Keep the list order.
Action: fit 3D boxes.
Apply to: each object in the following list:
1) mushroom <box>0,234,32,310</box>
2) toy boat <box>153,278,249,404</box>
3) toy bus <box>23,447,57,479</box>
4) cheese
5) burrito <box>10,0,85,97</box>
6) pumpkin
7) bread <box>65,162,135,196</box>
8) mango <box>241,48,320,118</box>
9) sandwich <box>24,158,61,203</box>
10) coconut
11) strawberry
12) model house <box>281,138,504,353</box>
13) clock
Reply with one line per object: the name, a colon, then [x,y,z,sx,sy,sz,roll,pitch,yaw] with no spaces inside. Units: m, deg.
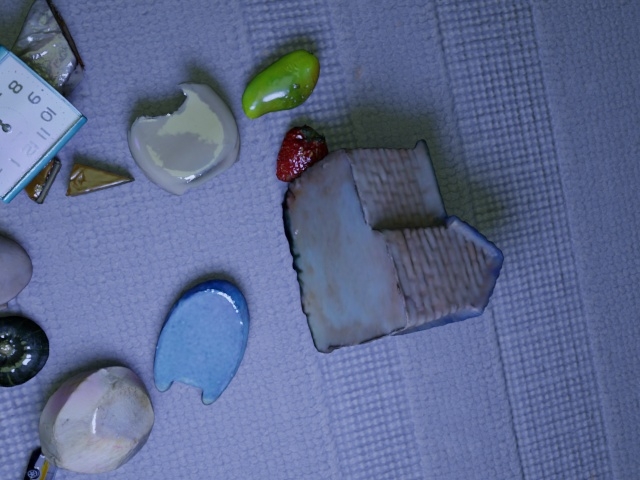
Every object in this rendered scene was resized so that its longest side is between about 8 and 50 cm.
mushroom: [-0.774,0.091,1.338,0.204,0.204,0.204,0,93,-11]
toy boat: [-0.294,0.249,1.473,0.215,0.123,0.330,17,100,-3]
toy bus: [-0.694,0.601,1.425,0.072,0.057,0.172,17,89,-20]
cheese: [-0.330,-0.247,1.421,0.266,0.127,0.233,-30,97,-10]
burrito: [-0.656,-0.399,1.366,0.175,0.107,0.348,27,89,-26]
pumpkin: [-0.733,0.261,1.367,0.167,0.125,0.167,0,93,0]
bread: [-0.534,-0.130,1.414,0.139,0.074,0.084,15,89,-13]
mango: [-0.098,-0.386,1.467,0.233,0.111,0.125,-41,95,-5]
sandwich: [-0.720,-0.170,1.372,0.163,0.079,0.113,24,87,-12]
coconut: [-0.526,0.421,1.366,0.259,0.259,0.259,0,93,-11]
strawberry: [-0.045,-0.215,1.484,0.131,0.131,0.148,16,114,-11]
model house: [0.179,0.013,1.431,0.400,0.395,0.445,-9,76,-32]
clock: [-0.693,-0.254,1.273,0.262,0.116,0.231,-49,117,-6]
